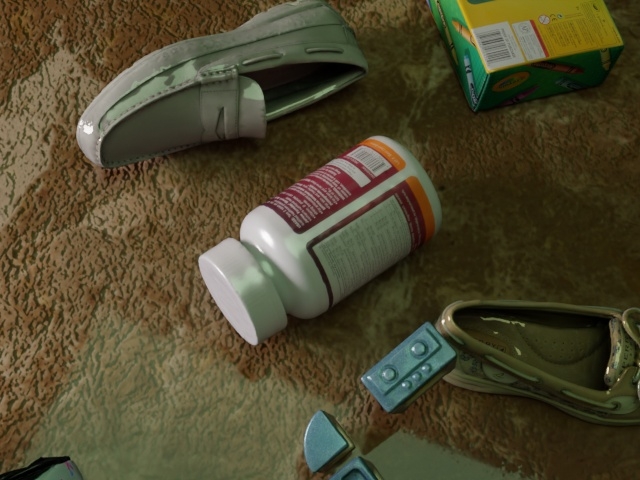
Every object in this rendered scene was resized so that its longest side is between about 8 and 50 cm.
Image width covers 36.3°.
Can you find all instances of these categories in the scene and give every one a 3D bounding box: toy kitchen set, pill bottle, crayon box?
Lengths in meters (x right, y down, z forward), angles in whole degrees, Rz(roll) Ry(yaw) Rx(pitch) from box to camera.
[{"bbox_3d":[0.096,0.199,0.841,0.166,0.122,0.207,-39,74,-2],"label":"toy kitchen set"},{"bbox_3d":[0.000,0.000,0.947,0.221,0.121,0.121,-33,72,-18],"label":"pill bottle"},{"bbox_3d":[0.211,-0.298,1.123,0.165,0.081,0.279,-13,67,-11],"label":"crayon box"}]

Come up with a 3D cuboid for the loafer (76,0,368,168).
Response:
[{"bbox_3d":[-0.096,-0.153,1.014,0.319,0.112,0.111,-29,63,-17],"label":"loafer"}]

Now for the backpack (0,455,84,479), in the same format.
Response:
[{"bbox_3d":[-0.267,0.258,0.805,0.182,0.152,0.115,-29,87,-20],"label":"backpack"}]

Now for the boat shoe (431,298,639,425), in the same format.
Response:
[{"bbox_3d":[0.247,0.112,0.935,0.285,0.089,0.105,6,65,-3],"label":"boat shoe"}]
